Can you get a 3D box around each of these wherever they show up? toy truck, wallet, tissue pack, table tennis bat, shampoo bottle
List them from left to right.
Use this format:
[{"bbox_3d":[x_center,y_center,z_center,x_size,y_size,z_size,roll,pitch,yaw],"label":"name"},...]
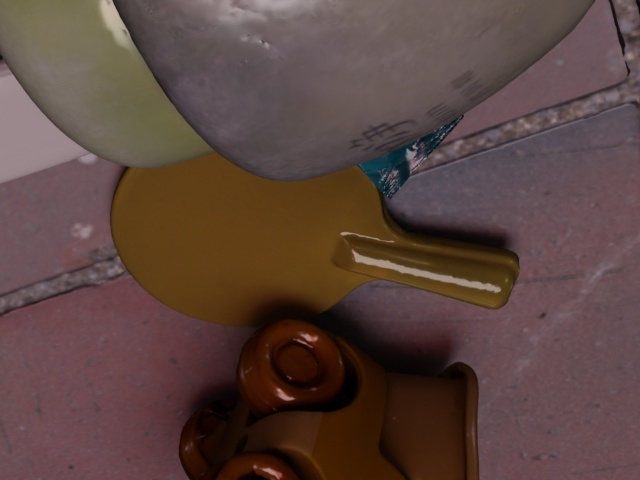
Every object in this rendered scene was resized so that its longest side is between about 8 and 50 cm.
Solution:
[{"bbox_3d":[-0.216,-0.086,1.115,0.190,0.033,0.095,-18,131,10],"label":"wallet"},{"bbox_3d":[-0.015,-0.199,0.845,0.317,0.322,0.322,-18,130,17],"label":"shampoo bottle"},{"bbox_3d":[-0.006,0.197,1.235,0.212,0.288,0.204,22,141,-10],"label":"toy truck"},{"bbox_3d":[0.000,0.000,1.203,0.321,0.050,0.198,12,125,-13],"label":"table tennis bat"},{"bbox_3d":[0.026,-0.099,1.127,0.138,0.028,0.085,38,99,-26],"label":"tissue pack"}]
